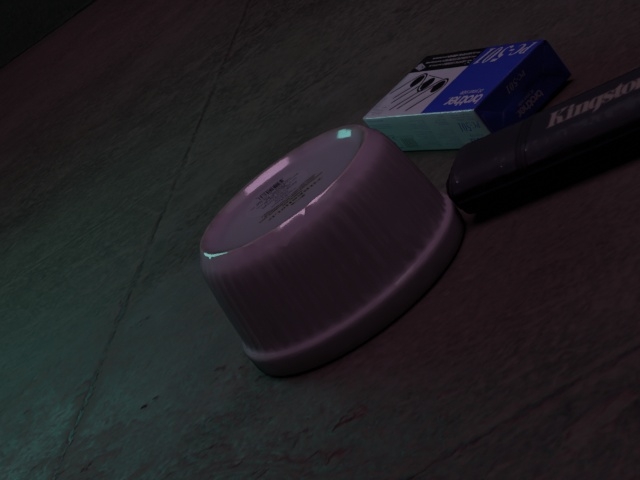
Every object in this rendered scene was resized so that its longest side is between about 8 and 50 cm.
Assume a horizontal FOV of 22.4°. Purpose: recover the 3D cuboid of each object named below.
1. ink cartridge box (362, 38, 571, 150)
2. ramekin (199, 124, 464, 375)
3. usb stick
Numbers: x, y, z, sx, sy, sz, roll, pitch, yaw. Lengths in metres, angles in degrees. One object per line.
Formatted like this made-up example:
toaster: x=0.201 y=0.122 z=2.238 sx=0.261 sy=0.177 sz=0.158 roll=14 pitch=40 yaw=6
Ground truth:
ink cartridge box: x=0.128 y=-0.129 z=1.463 sx=0.097 sy=0.046 sz=0.207 roll=-45 pitch=19 yaw=-17
ramekin: x=0.000 y=0.000 z=1.284 sx=0.207 sy=0.109 sz=0.207 roll=-34 pitch=18 yaw=13
usb stick: x=0.212 y=-0.089 z=1.205 sx=0.278 sy=0.045 sz=0.077 roll=-23 pitch=22 yaw=37
